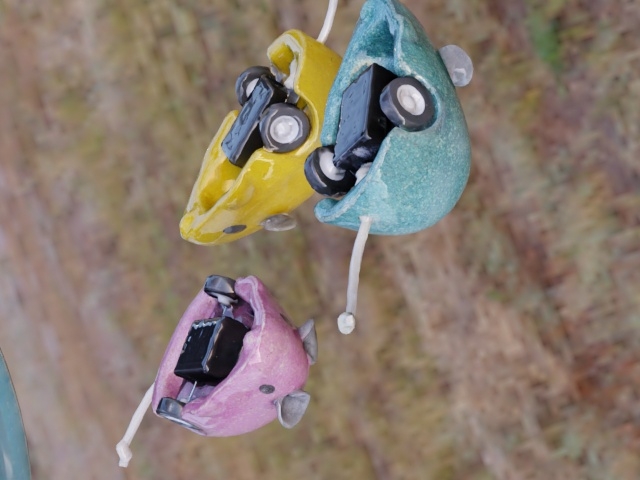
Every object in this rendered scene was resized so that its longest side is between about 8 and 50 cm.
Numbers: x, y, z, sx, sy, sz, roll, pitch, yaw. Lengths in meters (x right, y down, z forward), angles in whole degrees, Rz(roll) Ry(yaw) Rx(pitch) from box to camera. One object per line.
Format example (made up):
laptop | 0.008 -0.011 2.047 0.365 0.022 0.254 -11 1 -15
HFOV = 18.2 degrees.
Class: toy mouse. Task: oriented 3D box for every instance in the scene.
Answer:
toy mouse | 0.000 0.000 0.479 0.161 0.031 0.143 -62 22 7

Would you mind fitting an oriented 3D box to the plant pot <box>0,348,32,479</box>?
plant pot | -0.281 0.097 0.671 0.271 0.255 0.272 17 122 30
